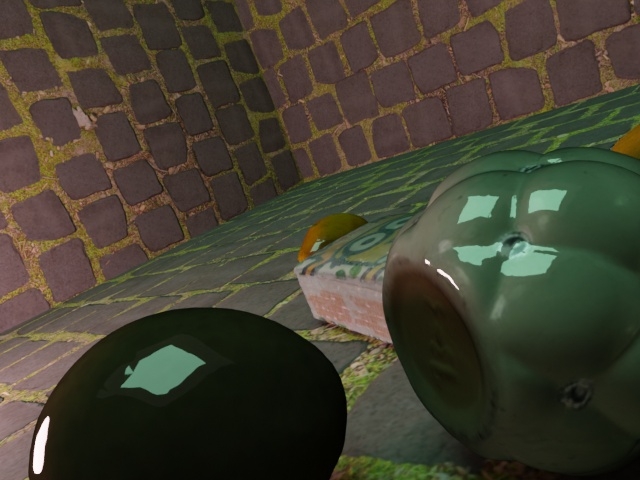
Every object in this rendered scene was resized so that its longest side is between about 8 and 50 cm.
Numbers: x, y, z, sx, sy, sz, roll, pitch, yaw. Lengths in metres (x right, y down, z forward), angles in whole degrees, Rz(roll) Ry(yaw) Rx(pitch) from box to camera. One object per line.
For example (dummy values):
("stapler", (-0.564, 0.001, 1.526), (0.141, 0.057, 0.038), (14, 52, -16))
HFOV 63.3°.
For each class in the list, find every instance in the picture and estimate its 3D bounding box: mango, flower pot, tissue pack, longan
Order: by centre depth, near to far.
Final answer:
("flower pot", (0.166, 0.049, 0.396), (0.195, 0.246, 0.246), (-16, 9, -17))
("longan", (-0.100, 0.158, 0.435), (0.248, 0.248, 0.248), (-20, 12, 4))
("tissue pack", (0.128, 0.043, 0.780), (0.228, 0.127, 0.311), (-27, 11, -24))
("mango", (0.028, 0.009, 1.160), (0.147, 0.109, 0.227), (16, 31, 31))

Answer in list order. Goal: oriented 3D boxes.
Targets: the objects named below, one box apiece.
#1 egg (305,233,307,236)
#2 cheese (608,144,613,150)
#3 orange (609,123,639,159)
("egg", (0.000, 0.000, 1.319), (0.096, 0.080, 0.080), (-38, 18, -26))
("cheese", (0.699, -0.222, 0.978), (0.217, 0.129, 0.329), (-32, 4, -31))
("orange", (0.356, -0.026, 0.458), (0.236, 0.236, 0.236), (-20, 12, 4))
